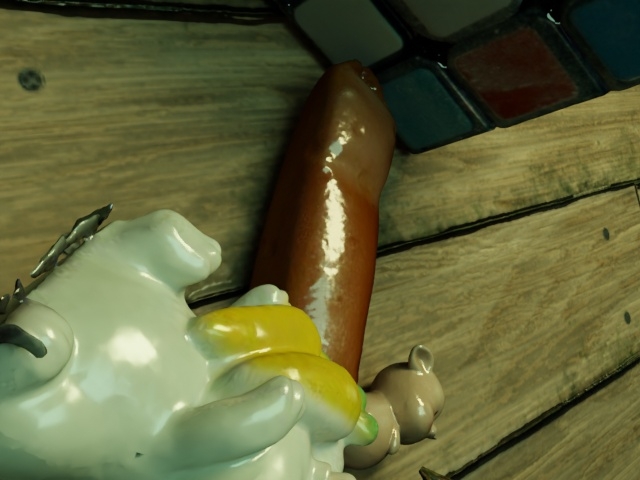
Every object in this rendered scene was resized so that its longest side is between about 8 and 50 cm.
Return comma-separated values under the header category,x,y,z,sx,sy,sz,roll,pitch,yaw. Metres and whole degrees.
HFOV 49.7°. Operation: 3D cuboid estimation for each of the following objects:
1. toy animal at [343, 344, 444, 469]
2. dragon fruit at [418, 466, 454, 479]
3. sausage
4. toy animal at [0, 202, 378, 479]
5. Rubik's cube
category,x,y,z,sx,sy,sz,roll,pitch,yaw
toy animal,0.055,0.153,0.619,0.150,0.083,0.089,-24,94,-39
dragon fruit,0.083,0.290,0.536,0.274,0.192,0.193,20,91,-13
sausage,0.000,0.000,0.601,0.097,0.094,0.349,31,60,-42
toy animal,-0.089,0.144,0.414,0.247,0.183,0.310,-37,105,-3
Rubik's cube,0.164,-0.340,0.636,0.363,0.358,0.362,42,55,-24
